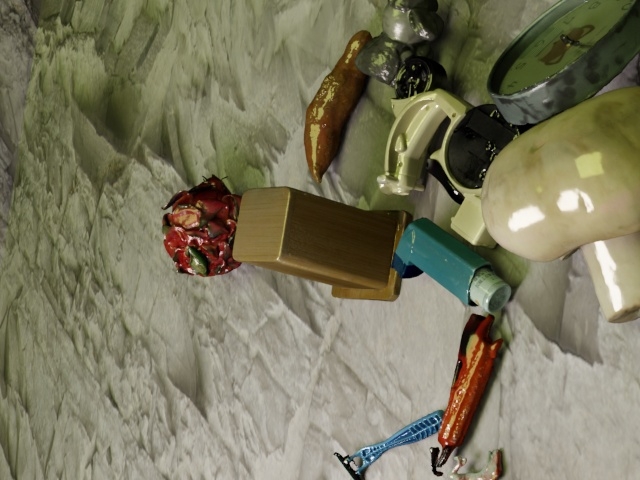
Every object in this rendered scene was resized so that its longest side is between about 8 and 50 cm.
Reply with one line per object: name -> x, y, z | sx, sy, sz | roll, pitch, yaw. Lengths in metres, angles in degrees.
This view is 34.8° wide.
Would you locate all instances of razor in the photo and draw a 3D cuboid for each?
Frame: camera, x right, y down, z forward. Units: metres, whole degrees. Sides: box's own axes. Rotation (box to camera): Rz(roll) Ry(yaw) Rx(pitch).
razor -> 0.138, 0.377, 1.908 | 0.253, 0.042, 0.082 | -36, 93, 33

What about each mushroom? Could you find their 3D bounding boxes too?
mushroom -> 0.418, -0.072, 1.548 | 0.353, 0.325, 0.353 | -9, 62, 17

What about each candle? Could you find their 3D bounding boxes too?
candle -> 0.251, 0.272, 1.809 | 0.084, 0.059, 0.301 | 16, 86, 62

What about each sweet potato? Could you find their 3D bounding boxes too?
sweet potato -> 0.026, -0.300, 2.264 | 0.106, 0.095, 0.354 | 17, 87, 55

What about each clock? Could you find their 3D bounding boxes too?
clock -> 0.240, -0.171, 1.943 | 0.379, 0.120, 0.276 | 39, 109, 45
clock -> 0.425, -0.328, 1.728 | 0.325, 0.067, 0.325 | -38, 19, 16

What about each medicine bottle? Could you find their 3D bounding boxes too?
medicine bottle -> 0.237, 0.053, 1.878 | 0.258, 0.079, 0.124 | 37, 135, 41

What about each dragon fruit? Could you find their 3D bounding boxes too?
dragon fruit -> -0.252, -0.044, 2.404 | 0.234, 0.234, 0.293 | -19, 47, 43

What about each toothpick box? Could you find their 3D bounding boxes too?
toothpick box -> 0.000, 0.000, 2.010 | 0.187, 0.308, 0.190 | 2, 78, 49

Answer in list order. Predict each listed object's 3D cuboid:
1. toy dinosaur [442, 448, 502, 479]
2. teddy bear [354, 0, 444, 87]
toy dinosaur -> 0.241, 0.486, 1.733 | 0.167, 0.053, 0.242 | -22, 50, 34
teddy bear -> 0.186, -0.415, 2.094 | 0.251, 0.144, 0.171 | -58, 37, 29
